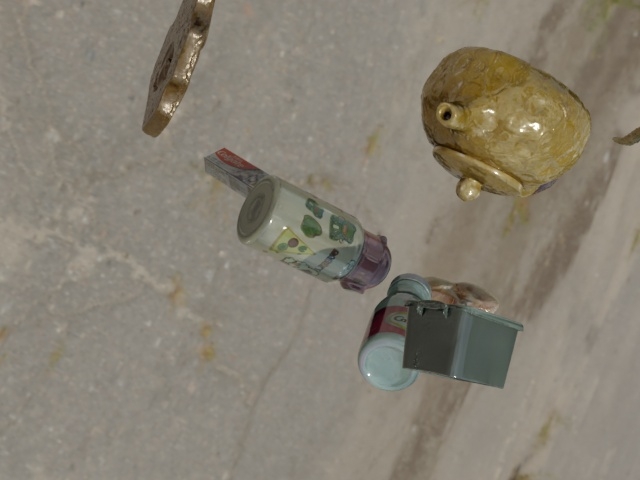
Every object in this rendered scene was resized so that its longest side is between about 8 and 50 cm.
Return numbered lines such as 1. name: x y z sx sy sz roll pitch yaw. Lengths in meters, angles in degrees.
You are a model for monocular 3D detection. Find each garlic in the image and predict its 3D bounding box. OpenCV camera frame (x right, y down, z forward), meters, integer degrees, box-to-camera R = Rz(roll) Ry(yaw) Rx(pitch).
1. garlic: 0.246 0.120 1.992 0.124 0.174 0.099 -57 161 -45

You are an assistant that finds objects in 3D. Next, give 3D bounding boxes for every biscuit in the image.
1. biscuit: -0.172 -0.243 1.337 0.215 0.034 0.182 -55 -155 39

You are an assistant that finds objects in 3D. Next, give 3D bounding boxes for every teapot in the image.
1. teapot: 0.213 -0.119 1.276 0.311 0.203 0.167 30 86 -58

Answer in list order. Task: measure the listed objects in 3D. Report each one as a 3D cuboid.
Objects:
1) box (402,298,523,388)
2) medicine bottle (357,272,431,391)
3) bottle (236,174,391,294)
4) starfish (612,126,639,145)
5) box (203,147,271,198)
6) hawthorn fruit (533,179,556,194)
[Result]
1. box: 0.135 0.102 1.021 0.122 0.084 0.069 20 78 -48
2. medicine bottle: 0.114 0.124 1.514 0.217 0.090 0.091 -64 162 -61
3. bottle: 0.000 0.000 1.653 0.253 0.120 0.120 27 84 -27
4. starfish: 0.626 -0.201 1.722 0.302 0.299 0.060 -21 102 -71
5. box: -0.135 -0.112 1.946 0.055 0.218 0.040 -28 130 -27
6. hawthorn fruit: 0.398 -0.170 2.114 0.173 0.179 0.173 -23 159 -10
